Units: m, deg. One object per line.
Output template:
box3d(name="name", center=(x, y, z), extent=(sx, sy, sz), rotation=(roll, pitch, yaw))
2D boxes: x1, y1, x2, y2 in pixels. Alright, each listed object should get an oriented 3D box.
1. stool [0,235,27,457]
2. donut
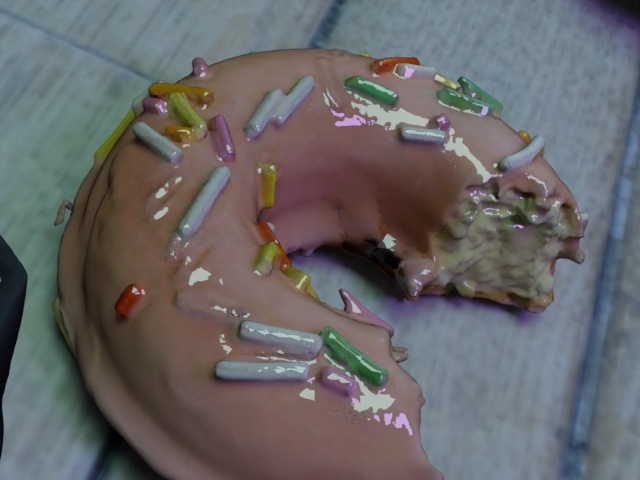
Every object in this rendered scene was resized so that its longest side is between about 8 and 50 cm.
box3d(name="stool", center=(-0.202, 0.044, 0.328), extent=(0.232, 0.141, 0.232), rotation=(11, 50, -13))
box3d(name="donut", center=(0.000, 0.000, 0.486), extent=(0.199, 0.085, 0.233), rotation=(31, 46, 5))
